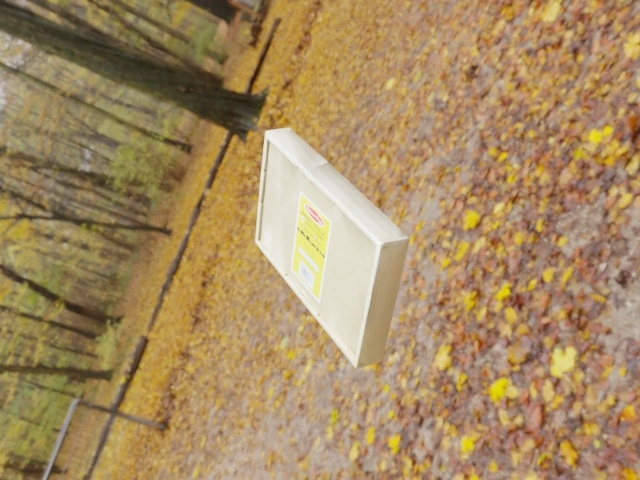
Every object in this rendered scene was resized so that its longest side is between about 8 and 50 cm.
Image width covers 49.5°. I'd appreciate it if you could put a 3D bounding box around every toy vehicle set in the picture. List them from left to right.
[{"bbox_3d":[0.000,0.000,0.812,0.267,0.035,0.166,48,139,44],"label":"toy vehicle set"}]
